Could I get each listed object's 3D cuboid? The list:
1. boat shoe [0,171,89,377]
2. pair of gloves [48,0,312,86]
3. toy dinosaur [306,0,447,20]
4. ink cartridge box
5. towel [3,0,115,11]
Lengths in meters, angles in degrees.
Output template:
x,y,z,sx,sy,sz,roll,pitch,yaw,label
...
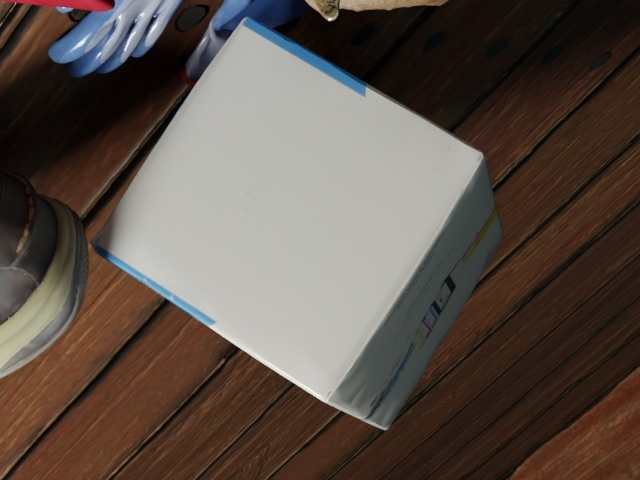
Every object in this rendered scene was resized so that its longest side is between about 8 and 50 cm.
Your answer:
x,y,z,sx,sy,sz,roll,pitch,yaw,label
-0.306,0.057,0.849,0.355,0.132,0.130,-33,134,5,boat shoe
-0.061,-0.143,0.853,0.159,0.023,0.198,-45,156,29,pair of gloves
0.078,-0.175,0.701,0.295,0.127,0.200,-34,167,19,toy dinosaur
0.000,0.000,0.947,0.168,0.171,0.233,-58,166,-4,ink cartridge box
-0.213,-0.135,0.498,0.275,0.199,0.031,22,78,-64,towel
